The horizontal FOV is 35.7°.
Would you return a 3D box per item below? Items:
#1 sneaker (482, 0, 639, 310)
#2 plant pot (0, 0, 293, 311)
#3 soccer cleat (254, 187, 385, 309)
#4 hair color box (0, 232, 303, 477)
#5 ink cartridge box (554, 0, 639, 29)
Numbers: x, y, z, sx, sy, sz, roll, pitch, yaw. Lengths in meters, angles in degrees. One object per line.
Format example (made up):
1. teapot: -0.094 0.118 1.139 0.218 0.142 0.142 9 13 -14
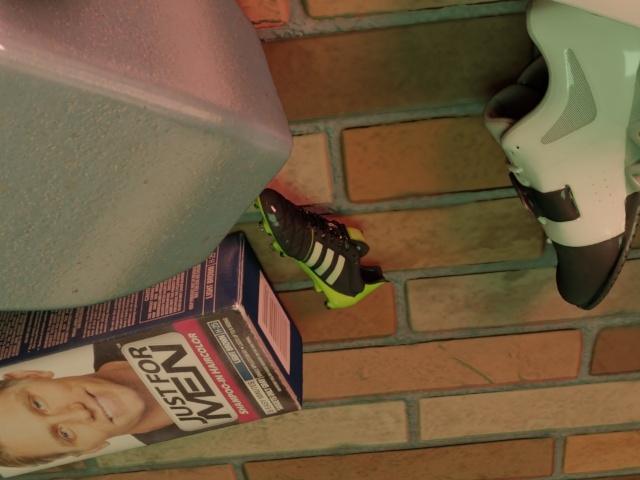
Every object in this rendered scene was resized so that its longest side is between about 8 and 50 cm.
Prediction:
1. sneaker: 0.211 -0.075 0.846 0.146 0.122 0.330 11 136 13
2. plant pot: -0.170 -0.098 0.722 0.252 0.247 0.248 12 134 -37
3. soccer cleat: 0.000 0.000 0.940 0.072 0.060 0.179 -29 135 12
4. hair color box: -0.208 0.125 1.015 0.347 0.105 0.174 -15 132 13
5. ink cartridge box: 0.255 -0.256 0.575 0.201 0.117 0.278 26 129 22
